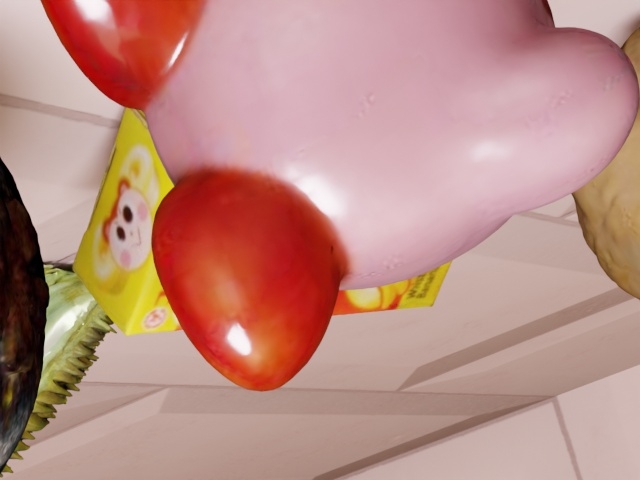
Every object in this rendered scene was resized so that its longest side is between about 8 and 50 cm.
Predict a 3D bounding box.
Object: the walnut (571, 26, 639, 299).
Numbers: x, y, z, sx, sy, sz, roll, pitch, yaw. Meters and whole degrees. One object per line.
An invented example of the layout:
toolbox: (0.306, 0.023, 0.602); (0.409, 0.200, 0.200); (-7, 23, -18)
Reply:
walnut: (0.333, -0.062, 1.276); (0.285, 0.285, 0.296); (1, 135, -48)

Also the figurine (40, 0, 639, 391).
figurine: (0.001, -0.079, 0.953); (0.261, 0.269, 0.211); (-24, 174, -13)

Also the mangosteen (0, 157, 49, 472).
mangosteen: (-0.293, 0.036, 0.925); (0.330, 0.330, 0.330); (-15, 165, -4)

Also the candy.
candy: (-0.021, -0.023, 1.268); (0.276, 0.088, 0.146); (-2, 127, -39)

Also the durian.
durian: (-0.326, 0.107, 1.574); (0.394, 0.163, 0.198); (-25, 124, 17)
